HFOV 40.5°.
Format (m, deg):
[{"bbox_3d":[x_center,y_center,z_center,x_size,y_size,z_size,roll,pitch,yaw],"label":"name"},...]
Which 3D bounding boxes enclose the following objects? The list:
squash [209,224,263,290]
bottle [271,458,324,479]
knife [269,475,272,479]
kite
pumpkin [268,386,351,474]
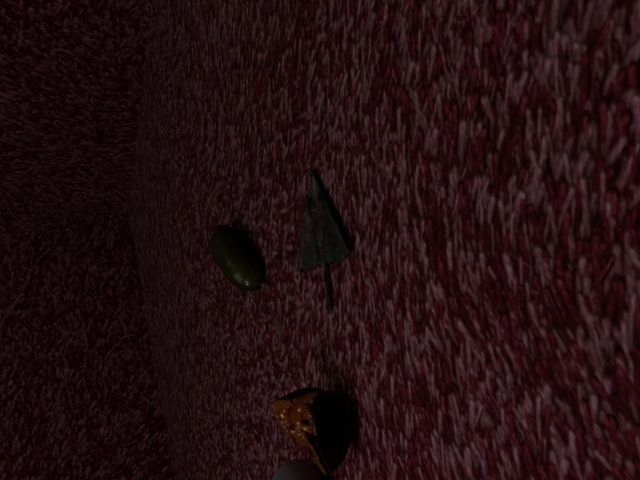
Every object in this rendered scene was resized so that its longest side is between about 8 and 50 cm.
[{"bbox_3d":[-0.214,0.027,2.065,0.341,0.095,0.094,-129,38,-59],"label":"squash"},{"bbox_3d":[-0.011,0.520,1.617,0.245,0.104,0.104,-131,39,-58],"label":"bottle"},{"bbox_3d":[-0.086,0.581,1.974,0.260,0.035,0.063,149,107,-76],"label":"knife"},{"bbox_3d":[0.000,0.000,1.565,0.323,0.013,0.267,155,109,-72],"label":"kite"},{"bbox_3d":[-0.003,0.323,1.527,0.183,0.108,0.118,33,147,56],"label":"pumpkin"}]
